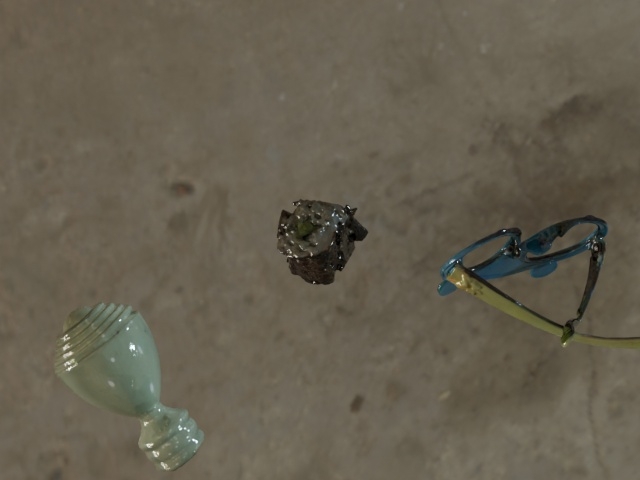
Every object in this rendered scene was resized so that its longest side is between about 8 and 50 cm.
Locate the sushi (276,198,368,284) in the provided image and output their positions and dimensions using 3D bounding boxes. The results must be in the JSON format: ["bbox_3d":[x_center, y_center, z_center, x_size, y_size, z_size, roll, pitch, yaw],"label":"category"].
[{"bbox_3d":[-0.002,0.000,1.530,0.098,0.084,0.094,8,63,22],"label":"sushi"}]

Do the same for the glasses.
[{"bbox_3d":[0.261,0.042,1.254,0.239,0.102,0.207,-9,28,-39],"label":"glasses"}]

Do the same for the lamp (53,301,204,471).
[{"bbox_3d":[-0.197,0.149,1.222,0.106,0.106,0.193,-39,101,-23],"label":"lamp"}]
